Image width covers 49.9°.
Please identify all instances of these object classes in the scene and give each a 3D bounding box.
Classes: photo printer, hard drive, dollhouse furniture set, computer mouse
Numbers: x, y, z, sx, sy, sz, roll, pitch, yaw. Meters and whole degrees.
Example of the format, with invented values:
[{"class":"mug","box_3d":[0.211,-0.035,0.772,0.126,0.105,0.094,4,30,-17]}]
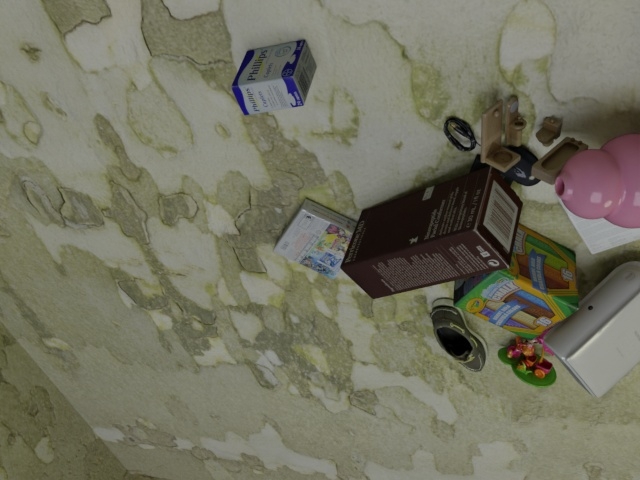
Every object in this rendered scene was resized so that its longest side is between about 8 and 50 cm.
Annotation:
[{"class":"photo printer","box_3d":[0.704,0.206,1.636,0.307,0.107,0.256,-44,129,3]},{"class":"hard drive","box_3d":[0.372,-0.126,1.531,0.094,0.022,0.135,14,139,2]},{"class":"dollhouse furniture set","box_3d":[0.417,-0.206,1.334,0.151,0.144,0.123,36,153,36]},{"class":"computer mouse","box_3d":[0.362,-0.182,1.438,0.242,0.041,0.071,26,122,-6]}]

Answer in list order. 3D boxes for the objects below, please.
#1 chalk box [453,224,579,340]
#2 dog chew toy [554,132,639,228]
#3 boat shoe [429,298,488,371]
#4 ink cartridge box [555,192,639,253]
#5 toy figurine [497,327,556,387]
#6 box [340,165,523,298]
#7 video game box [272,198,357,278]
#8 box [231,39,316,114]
[{"class":"chalk box","box_3d":[0.433,0.077,1.623,0.288,0.180,0.179,25,139,-12]},{"class":"dog chew toy","box_3d":[0.601,-0.113,1.286,0.331,0.207,0.207,-5,140,-8]},{"class":"boat shoe","box_3d":[0.390,0.290,1.945,0.109,0.091,0.305,-12,132,29]},{"class":"ink cartridge box","box_3d":[0.626,-0.067,1.519,0.145,0.045,0.179,-24,108,38]},{"class":"toy figurine","box_3d":[0.592,0.293,1.897,0.173,0.130,0.159,28,130,23]},{"class":"box","box_3d":[0.242,-0.010,1.542,0.381,0.191,0.143,-20,127,44]},{"class":"video game box","box_3d":[0.000,0.000,1.775,0.187,0.048,0.205,27,139,-10]},{"class":"box","box_3d":[-0.092,-0.325,1.372,0.137,0.126,0.072,-5,137,22]}]
